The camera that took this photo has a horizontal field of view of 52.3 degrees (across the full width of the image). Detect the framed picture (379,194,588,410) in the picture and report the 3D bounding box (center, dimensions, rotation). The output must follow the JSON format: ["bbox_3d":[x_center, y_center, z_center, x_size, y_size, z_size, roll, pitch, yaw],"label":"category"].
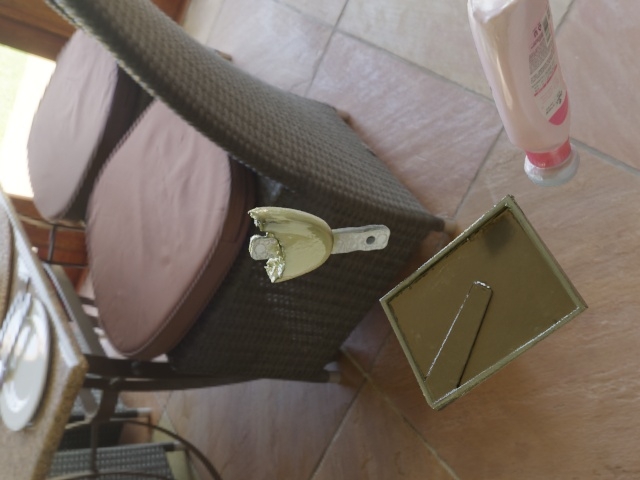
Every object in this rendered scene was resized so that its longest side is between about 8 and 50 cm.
[{"bbox_3d":[0.205,0.087,0.882,0.260,0.023,0.189,-45,55,29],"label":"framed picture"}]

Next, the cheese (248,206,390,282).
[{"bbox_3d":[0.000,0.000,0.989,0.050,0.235,0.127,-126,37,-48],"label":"cheese"}]

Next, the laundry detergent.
[{"bbox_3d":[0.292,-0.211,0.902,0.088,0.335,0.159,6,56,36],"label":"laundry detergent"}]
